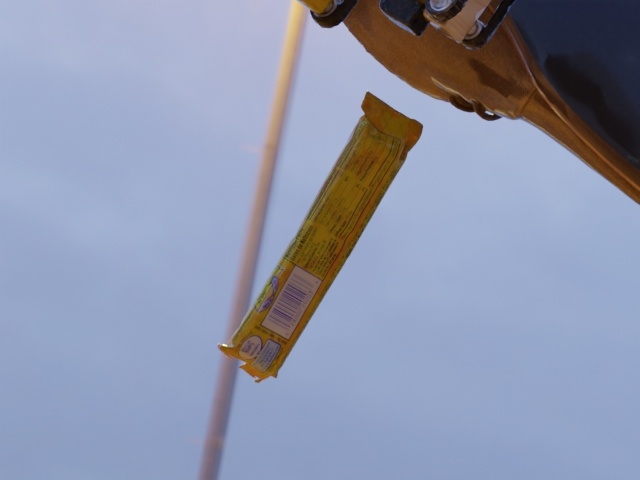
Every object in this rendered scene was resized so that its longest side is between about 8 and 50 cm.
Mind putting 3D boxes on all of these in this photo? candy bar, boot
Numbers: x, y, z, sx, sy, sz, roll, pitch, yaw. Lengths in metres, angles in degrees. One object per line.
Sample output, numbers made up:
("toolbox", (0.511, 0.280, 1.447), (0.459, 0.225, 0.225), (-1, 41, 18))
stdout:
("candy bar", (0.000, 0.000, 0.894), (0.040, 0.161, 0.018), (32, -2, -30))
("boot", (0.110, -0.102, 0.904), (0.305, 0.112, 0.115), (47, -37, 20))

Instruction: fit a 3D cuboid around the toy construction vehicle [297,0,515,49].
("toy construction vehicle", (0.027, -0.095, 0.453), (0.035, 0.098, 0.086), (33, 1, 35))
